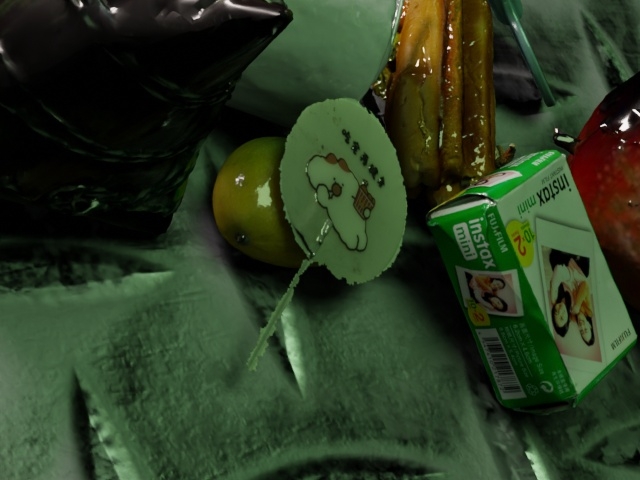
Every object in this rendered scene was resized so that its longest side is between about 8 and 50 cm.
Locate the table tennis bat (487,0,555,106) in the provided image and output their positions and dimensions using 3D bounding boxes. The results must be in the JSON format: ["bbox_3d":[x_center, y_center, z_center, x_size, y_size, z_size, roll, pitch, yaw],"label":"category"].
[{"bbox_3d":[0.238,-0.264,2.081,0.153,0.040,0.244,-105,168,-46],"label":"table tennis bat"}]

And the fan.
[{"bbox_3d":[0.001,0.000,1.651,0.191,0.009,0.329,53,49,-28],"label":"fan"}]

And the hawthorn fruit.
[{"bbox_3d":[0.425,-0.059,1.953,0.316,0.316,0.316,23,45,-25],"label":"hawthorn fruit"}]

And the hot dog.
[{"bbox_3d":[0.126,-0.178,1.936,0.158,0.117,0.349,45,38,-47],"label":"hot dog"}]

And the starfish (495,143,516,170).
[{"bbox_3d":[0.208,-0.051,1.944,0.133,0.041,0.130,-109,-170,-76],"label":"starfish"}]

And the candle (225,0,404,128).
[{"bbox_3d":[-0.055,-0.233,1.747,0.342,0.221,0.221,18,47,-31],"label":"candle"}]

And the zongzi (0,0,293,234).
[{"bbox_3d":[-0.194,-0.217,1.506,0.319,0.383,0.362,16,46,-39],"label":"zongzi"}]

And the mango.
[{"bbox_3d":[-0.010,-0.038,1.722,0.237,0.091,0.137,0,70,-41],"label":"mango"}]

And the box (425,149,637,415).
[{"bbox_3d":[0.224,0.043,1.797,0.180,0.103,0.250,-34,104,-49],"label":"box"}]
